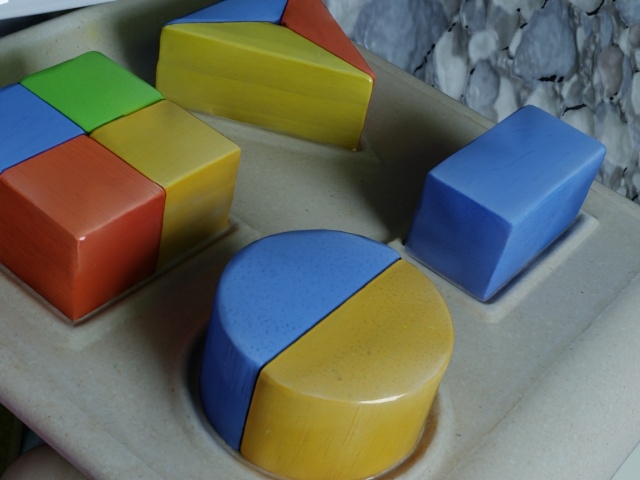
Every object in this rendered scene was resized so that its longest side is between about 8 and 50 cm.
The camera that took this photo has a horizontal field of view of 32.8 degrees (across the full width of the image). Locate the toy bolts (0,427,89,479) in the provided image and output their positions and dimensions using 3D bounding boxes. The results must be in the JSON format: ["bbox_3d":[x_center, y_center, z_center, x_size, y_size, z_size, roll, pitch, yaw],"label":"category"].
[{"bbox_3d":[-0.075,0.179,0.529,0.158,0.218,0.229,-34,117,-76],"label":"toy bolts"}]

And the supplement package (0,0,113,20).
[{"bbox_3d":[-0.188,-0.216,0.441,0.204,0.145,0.262,-19,108,-36],"label":"supplement package"}]

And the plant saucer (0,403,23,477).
[{"bbox_3d":[-0.230,0.055,0.503,0.188,0.045,0.188,9,90,-40],"label":"plant saucer"}]

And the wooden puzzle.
[{"bbox_3d":[-0.005,-0.016,0.492,0.322,0.347,0.081,-34,154,-43],"label":"wooden puzzle"}]

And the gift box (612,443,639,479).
[{"bbox_3d":[0.173,0.205,0.690,0.276,0.258,0.255,75,37,-68],"label":"gift box"}]
